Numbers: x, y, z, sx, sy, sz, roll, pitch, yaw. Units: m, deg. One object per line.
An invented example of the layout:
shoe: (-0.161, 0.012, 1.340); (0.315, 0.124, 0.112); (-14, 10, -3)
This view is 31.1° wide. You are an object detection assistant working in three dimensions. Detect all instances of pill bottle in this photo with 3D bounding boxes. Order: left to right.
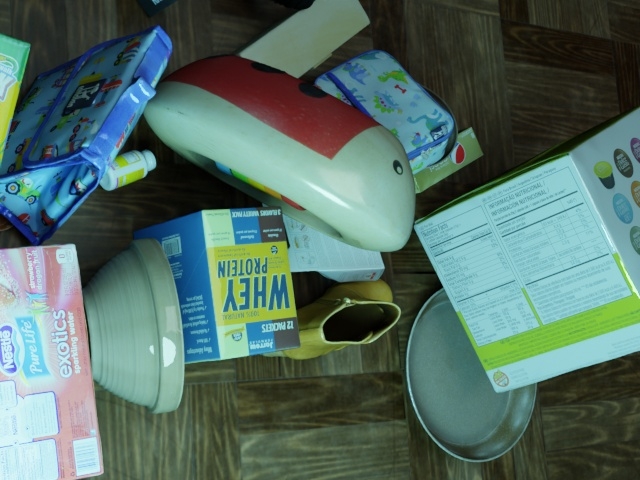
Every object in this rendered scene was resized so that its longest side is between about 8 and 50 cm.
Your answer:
pill bottle: (-0.281, -0.105, 1.671); (0.083, 0.043, 0.043); (-26, 97, -38)

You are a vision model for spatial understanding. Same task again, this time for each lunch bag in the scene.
lunch bag: (-0.299, -0.145, 1.495); (0.138, 0.293, 0.221); (41, 53, -25)
lunch bag: (0.096, -0.200, 1.887); (0.176, 0.090, 0.219); (-27, 66, -25)

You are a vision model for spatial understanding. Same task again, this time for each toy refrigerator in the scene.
toy refrigerator: (-0.046, -0.309, 1.853); (0.269, 0.102, 0.094); (-42, 107, -36)

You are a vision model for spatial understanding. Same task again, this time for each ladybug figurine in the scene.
ladybug figurine: (-0.052, -0.138, 1.634); (0.162, 0.449, 0.305); (-61, 163, -5)

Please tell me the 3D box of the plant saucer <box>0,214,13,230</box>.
plant saucer: (-0.442, -0.053, 1.557); (0.083, 0.013, 0.084); (8, 77, -35)

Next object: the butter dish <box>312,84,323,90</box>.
butter dish: (-0.022, -0.151, 1.830); (0.118, 0.160, 0.160); (-16, 85, -64)

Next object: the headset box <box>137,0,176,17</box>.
headset box: (-0.236, -0.503, 1.654); (0.283, 0.246, 0.131); (53, 55, -18)

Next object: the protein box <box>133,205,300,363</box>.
protein box: (-0.151, 0.068, 1.636); (0.136, 0.199, 0.201); (-5, 84, -38)

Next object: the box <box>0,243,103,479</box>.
box: (-0.391, 0.164, 1.471); (0.154, 0.142, 0.300); (-5, 84, -38)

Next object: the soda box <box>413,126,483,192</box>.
soda box: (0.202, -0.138, 2.032); (0.181, 0.061, 0.058); (-31, 101, -37)

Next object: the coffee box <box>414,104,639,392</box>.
coffee box: (0.433, 0.009, 1.958); (0.337, 0.338, 0.334); (-29, 92, -47)

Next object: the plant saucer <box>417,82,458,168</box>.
plant saucer: (0.135, -0.192, 1.966); (0.198, 0.036, 0.199); (7, 57, -10)

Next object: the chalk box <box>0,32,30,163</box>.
chalk box: (-0.482, -0.188, 1.409); (0.179, 0.180, 0.289); (16, 87, -34)

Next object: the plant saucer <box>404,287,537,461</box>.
plant saucer: (0.254, 0.228, 2.008); (0.310, 0.050, 0.311); (8, 77, -36)

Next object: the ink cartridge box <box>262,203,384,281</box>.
ink cartridge box: (0.000, 0.000, 1.841); (0.179, 0.045, 0.145); (-3, 57, -20)

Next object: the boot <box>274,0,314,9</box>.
boot: (-0.071, -0.501, 1.834); (0.246, 0.094, 0.207); (30, 61, 6)

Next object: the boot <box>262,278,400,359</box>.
boot: (0.061, 0.118, 1.780); (0.295, 0.211, 0.104); (-19, 94, -38)

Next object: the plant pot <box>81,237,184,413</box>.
plant pot: (-0.263, 0.118, 1.533); (0.109, 0.237, 0.237); (-6, 84, -22)
